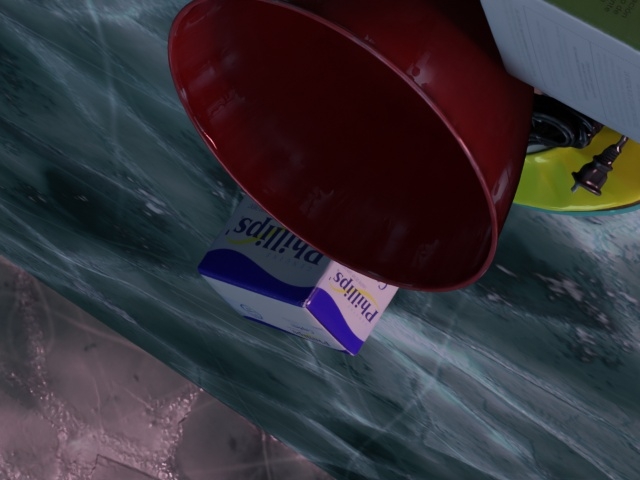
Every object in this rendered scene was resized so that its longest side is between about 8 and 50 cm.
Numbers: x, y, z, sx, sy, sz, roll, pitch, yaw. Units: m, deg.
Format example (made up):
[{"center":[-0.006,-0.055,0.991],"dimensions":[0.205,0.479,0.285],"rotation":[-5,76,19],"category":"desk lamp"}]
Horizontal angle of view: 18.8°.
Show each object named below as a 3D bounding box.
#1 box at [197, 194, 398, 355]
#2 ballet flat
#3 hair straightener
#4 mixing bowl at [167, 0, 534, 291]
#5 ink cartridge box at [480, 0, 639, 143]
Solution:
[{"center":[0.000,0.000,1.447],"dimensions":[0.126,0.137,0.072],"rotation":[16,158,45],"category":"box"},{"center":[0.105,-0.071,1.160],"dimensions":[0.231,0.077,0.077],"rotation":[17,143,48],"category":"ballet flat"},{"center":[0.138,-0.071,1.044],"dimensions":[0.230,0.089,0.047],"rotation":[16,-179,43],"category":"hair straightener"},{"center":[0.030,-0.073,0.891],"dimensions":[0.181,0.098,0.181],"rotation":[31,152,19],"category":"mixing bowl"},{"center":[0.165,-0.063,0.751],"dimensions":[0.209,0.062,0.109],"rotation":[32,172,21],"category":"ink cartridge box"}]
